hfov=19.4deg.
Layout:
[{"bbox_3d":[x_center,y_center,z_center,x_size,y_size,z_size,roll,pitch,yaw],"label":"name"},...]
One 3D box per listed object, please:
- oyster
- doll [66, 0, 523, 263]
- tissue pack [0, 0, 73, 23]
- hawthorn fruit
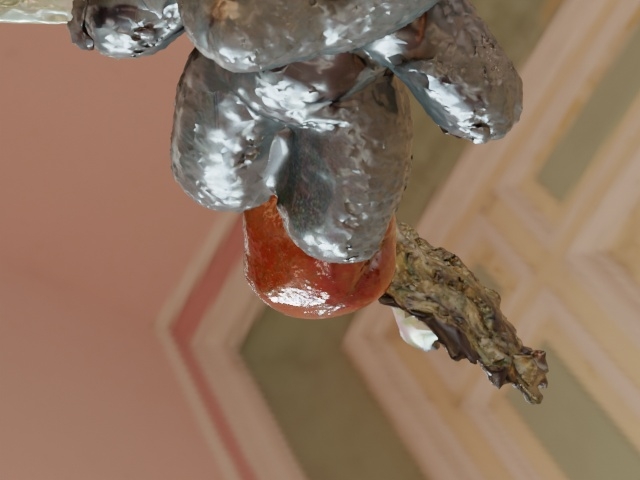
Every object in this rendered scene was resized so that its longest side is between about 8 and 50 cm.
[{"bbox_3d":[0.101,0.053,1.655,0.092,0.198,0.259,-55,-155,0],"label":"oyster"},{"bbox_3d":[-0.014,-0.105,0.970,0.158,0.246,0.340,-59,169,-48],"label":"doll"},{"bbox_3d":[-0.259,-0.383,1.571,0.405,0.205,0.331,-94,-173,-71],"label":"tissue pack"},{"bbox_3d":[0.000,0.000,1.384,0.128,0.128,0.128,-40,-144,38],"label":"hawthorn fruit"}]
